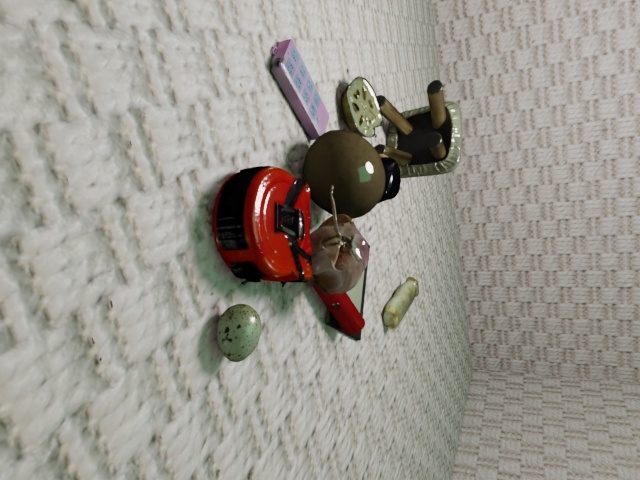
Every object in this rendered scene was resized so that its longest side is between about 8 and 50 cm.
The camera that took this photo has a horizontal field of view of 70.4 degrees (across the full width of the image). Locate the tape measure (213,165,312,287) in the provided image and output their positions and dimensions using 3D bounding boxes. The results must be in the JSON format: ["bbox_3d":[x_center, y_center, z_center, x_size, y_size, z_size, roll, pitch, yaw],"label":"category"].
[{"bbox_3d":[-0.109,-0.026,0.949,0.260,0.114,0.252,9,79,-63],"label":"tape measure"}]

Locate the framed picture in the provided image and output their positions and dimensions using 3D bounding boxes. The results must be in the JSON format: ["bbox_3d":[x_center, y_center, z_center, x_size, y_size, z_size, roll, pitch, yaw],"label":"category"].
[{"bbox_3d":[0.096,0.128,1.458,0.265,0.016,0.346,39,54,-56],"label":"framed picture"}]

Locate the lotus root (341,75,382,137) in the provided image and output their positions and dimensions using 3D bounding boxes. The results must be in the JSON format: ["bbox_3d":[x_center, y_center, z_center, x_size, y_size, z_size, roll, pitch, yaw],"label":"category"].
[{"bbox_3d":[0.124,-0.433,1.507,0.183,0.078,0.203,-20,98,-49],"label":"lotus root"}]

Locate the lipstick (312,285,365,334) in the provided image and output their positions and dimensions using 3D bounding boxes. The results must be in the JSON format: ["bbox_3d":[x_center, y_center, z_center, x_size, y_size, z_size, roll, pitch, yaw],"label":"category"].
[{"bbox_3d":[0.043,0.162,1.263,0.279,0.073,0.073,57,39,-36],"label":"lipstick"}]

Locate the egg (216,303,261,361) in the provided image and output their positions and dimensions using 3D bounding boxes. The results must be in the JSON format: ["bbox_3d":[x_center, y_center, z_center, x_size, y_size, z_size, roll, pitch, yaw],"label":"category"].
[{"bbox_3d":[-0.155,0.176,0.867,0.085,0.085,0.110,6,85,-63],"label":"egg"}]

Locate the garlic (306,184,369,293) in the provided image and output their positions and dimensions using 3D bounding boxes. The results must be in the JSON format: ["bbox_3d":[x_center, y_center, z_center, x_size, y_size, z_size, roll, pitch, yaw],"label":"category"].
[{"bbox_3d":[0.000,0.000,1.084,0.256,0.207,0.207,65,34,-37],"label":"garlic"}]

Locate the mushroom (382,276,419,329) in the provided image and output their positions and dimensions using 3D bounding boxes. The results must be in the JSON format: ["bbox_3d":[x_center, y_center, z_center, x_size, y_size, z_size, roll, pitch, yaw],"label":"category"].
[{"bbox_3d":[0.329,0.248,1.851,0.312,0.081,0.099,-39,118,-54],"label":"mushroom"}]

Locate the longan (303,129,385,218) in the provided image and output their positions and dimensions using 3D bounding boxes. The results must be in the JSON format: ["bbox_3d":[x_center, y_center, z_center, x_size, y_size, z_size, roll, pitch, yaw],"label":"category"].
[{"bbox_3d":[0.067,-0.173,1.206,0.248,0.249,0.247,12,77,-63],"label":"longan"}]

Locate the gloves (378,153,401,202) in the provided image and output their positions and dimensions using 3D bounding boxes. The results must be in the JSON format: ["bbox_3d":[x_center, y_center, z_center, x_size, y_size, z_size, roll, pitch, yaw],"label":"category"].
[{"bbox_3d":[0.209,-0.209,1.600,0.301,0.153,0.197,-68,172,-63],"label":"gloves"}]

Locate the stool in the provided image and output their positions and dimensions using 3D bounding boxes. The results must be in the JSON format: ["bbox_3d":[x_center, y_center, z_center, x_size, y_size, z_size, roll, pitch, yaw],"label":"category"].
[{"bbox_3d":[0.365,-0.421,1.740,0.226,0.311,0.309,30,60,-55],"label":"stool"}]

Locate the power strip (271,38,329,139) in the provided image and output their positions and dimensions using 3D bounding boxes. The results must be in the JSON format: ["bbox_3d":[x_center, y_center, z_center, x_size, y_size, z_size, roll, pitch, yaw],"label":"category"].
[{"bbox_3d":[-0.048,-0.388,1.195,0.279,0.038,0.109,55,40,-47],"label":"power strip"}]
